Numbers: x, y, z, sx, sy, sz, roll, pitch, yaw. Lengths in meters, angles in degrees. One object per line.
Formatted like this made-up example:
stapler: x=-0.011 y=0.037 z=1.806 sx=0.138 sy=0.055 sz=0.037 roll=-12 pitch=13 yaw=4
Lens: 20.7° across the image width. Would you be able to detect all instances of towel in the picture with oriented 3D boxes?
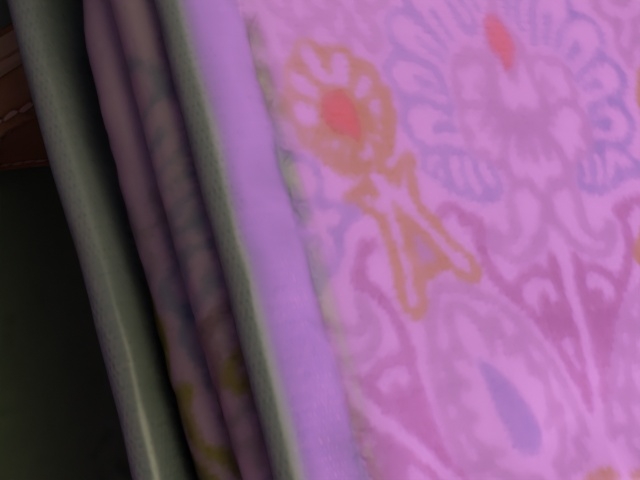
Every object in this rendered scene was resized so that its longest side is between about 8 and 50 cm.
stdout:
towel: x=0.058 y=-0.047 z=0.605 sx=0.320 sy=0.090 sz=0.374 roll=-4 pitch=73 yaw=-39

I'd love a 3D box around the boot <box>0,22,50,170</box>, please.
boot: x=0.000 y=0.000 z=0.660 sx=0.262 sy=0.095 sz=0.203 roll=-11 pitch=78 yaw=-35
